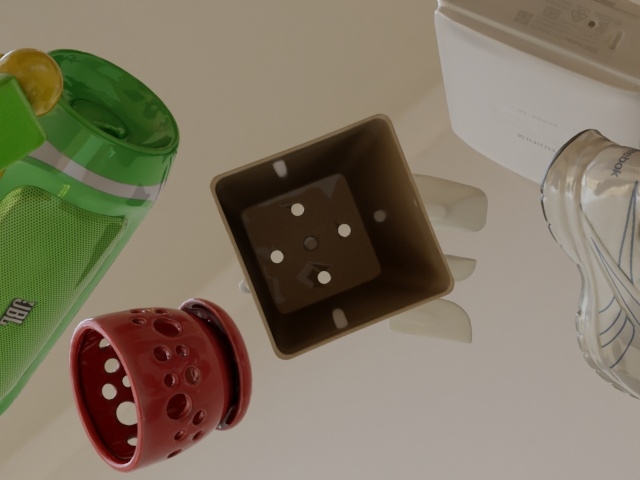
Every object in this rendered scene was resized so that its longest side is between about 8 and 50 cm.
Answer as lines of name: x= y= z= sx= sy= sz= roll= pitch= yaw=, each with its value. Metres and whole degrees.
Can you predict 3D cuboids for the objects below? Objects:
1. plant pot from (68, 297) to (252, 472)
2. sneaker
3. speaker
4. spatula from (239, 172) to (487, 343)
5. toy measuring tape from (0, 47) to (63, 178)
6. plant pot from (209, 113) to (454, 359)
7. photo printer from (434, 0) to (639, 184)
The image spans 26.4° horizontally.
plant pot: x=-0.189 y=0.170 z=1.654 sx=0.174 sy=0.191 sz=0.191 roll=-12 pitch=-149 yaw=-34
sneaker: x=0.290 y=0.043 z=1.196 sx=0.111 sy=0.297 sz=0.129 roll=-42 pitch=-146 yaw=-21
speaker: x=-0.220 y=0.012 z=0.957 sx=0.296 sy=0.131 sz=0.131 roll=-52 pitch=-141 yaw=24
spatula: x=0.037 y=0.007 z=1.336 sx=0.242 sy=0.168 sz=0.019 roll=10 pitch=-152 yaw=14
toy measuring tape: x=-0.289 y=-0.015 z=0.760 sx=0.330 sy=0.121 sz=0.121 roll=-36 pitch=-138 yaw=-17
plant pot: x=0.000 y=0.000 z=0.800 sx=0.109 sy=0.109 sz=0.096 roll=-22 pitch=180 yaw=-9
photo printer: x=0.253 y=-0.153 z=1.456 sx=0.256 sy=0.307 sz=0.107 roll=26 pitch=-108 yaw=20
